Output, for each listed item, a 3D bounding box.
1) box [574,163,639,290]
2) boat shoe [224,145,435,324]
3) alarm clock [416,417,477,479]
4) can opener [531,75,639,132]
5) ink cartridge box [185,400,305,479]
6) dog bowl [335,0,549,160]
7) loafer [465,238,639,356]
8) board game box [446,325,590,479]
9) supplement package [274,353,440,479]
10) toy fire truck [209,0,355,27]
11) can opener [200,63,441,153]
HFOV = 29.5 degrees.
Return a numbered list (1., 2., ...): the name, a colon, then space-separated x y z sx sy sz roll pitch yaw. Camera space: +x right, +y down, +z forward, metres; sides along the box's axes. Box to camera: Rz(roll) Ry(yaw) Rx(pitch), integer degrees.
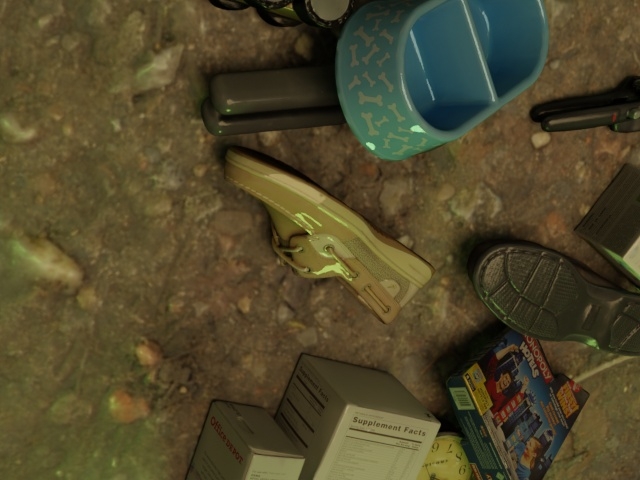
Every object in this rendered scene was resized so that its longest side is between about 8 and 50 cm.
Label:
1. box: 0.441 0.014 1.546 0.203 0.103 0.114 37 92 -32
2. boat shoe: 0.000 0.000 1.334 0.302 0.109 0.098 34 93 -37
3. alarm clock: 0.132 0.306 1.542 0.129 0.064 0.192 -6 109 -23
4. can opener: 0.342 -0.155 1.458 0.186 0.059 0.073 -10 115 -22
5. ink cartridge box: -0.097 0.290 1.390 0.072 0.127 0.175 12 105 -30
6. dog bowl: 0.137 -0.195 1.260 0.297 0.074 0.166 -36 113 -40
7. loafer: 0.295 0.067 1.514 0.302 0.095 0.109 21 104 -26
8. board game box: 0.252 0.204 1.535 0.194 0.060 0.194 -35 106 -39
9. supplement package: 0.014 0.279 1.434 0.139 0.134 0.244 16 103 -29
10. toy fire truck: -0.044 -0.343 1.160 0.217 0.158 0.246 13 92 -28
11. can opener: 0.020 -0.134 1.285 0.283 0.095 0.076 -8 152 -24
